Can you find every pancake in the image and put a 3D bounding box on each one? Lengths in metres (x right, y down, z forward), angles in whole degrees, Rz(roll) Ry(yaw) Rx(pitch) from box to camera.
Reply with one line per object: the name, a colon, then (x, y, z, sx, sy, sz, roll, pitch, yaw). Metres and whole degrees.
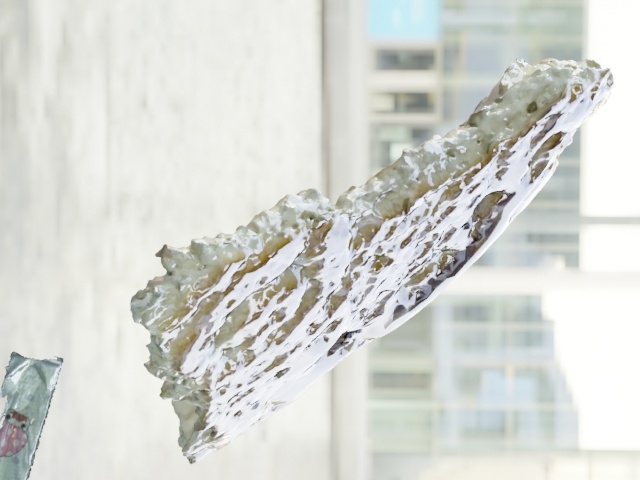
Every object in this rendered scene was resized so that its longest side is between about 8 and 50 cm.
pancake: (0.000, 0.000, 0.879, 0.057, 0.266, 0.244, 49, 20, 23)

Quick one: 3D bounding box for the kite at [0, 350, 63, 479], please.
kite: (-0.195, 0.231, 0.976, 0.014, 0.406, 0.368, 17, -90, 67)
